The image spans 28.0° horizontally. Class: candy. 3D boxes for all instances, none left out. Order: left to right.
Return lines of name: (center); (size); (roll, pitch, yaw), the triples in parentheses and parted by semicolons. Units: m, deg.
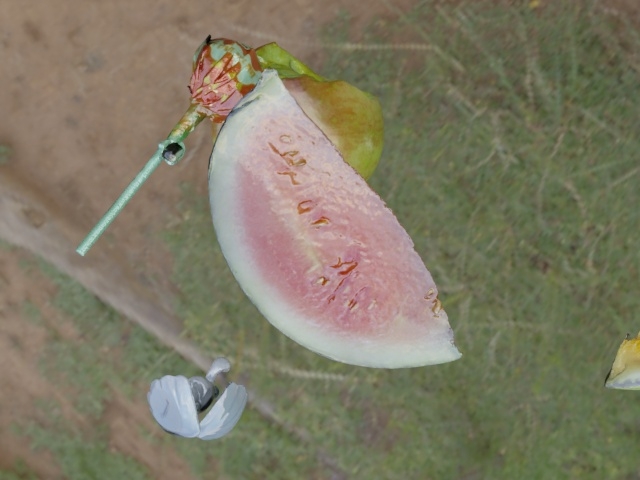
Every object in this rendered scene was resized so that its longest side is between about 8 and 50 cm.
candy: (-0.161, -0.098, 1.329); (0.084, 0.287, 0.078); (42, 162, -10)

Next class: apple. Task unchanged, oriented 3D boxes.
apple: (-0.026, -0.163, 1.836); (0.246, 0.226, 0.246); (5, 98, 41)

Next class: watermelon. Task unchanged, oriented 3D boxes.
watermelon: (-0.001, 0.001, 0.900); (0.119, 0.063, 0.245); (-29, 99, 29)

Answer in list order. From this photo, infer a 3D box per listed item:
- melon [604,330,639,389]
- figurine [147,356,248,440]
melon: (0.341, 0.080, 1.205); (0.079, 0.160, 0.128); (26, 172, -28)
figurine: (-0.125, 0.172, 1.344); (0.082, 0.086, 0.094); (43, 131, 23)
